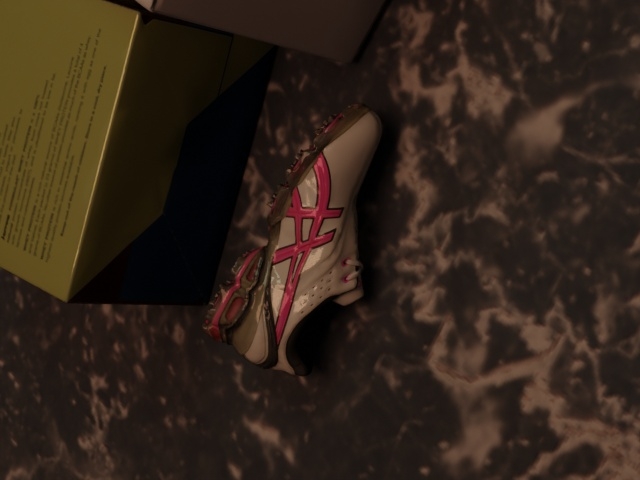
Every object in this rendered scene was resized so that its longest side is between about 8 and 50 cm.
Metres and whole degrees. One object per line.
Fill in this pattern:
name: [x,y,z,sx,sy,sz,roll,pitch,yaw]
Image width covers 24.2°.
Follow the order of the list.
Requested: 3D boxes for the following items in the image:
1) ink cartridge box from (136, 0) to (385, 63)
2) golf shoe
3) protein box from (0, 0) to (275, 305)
ink cartridge box: [-0.079,-0.273,0.973,0.270,0.198,0.197,39,110,35]
golf shoe: [0.000,0.000,0.981,0.086,0.067,0.186,30,102,5]
protein box: [-0.170,-0.079,1.071,0.201,0.136,0.200,23,101,38]
